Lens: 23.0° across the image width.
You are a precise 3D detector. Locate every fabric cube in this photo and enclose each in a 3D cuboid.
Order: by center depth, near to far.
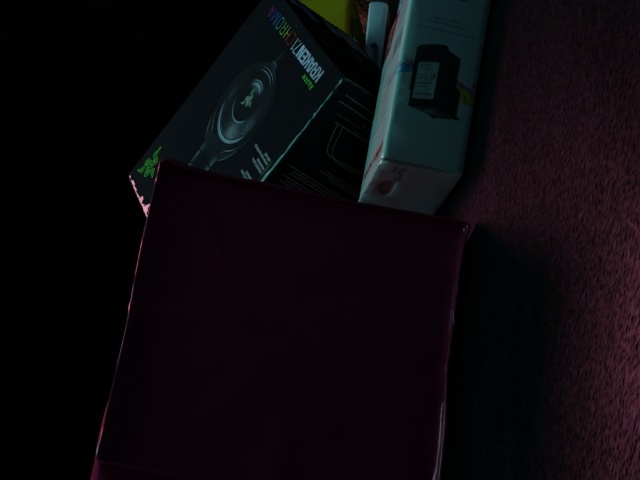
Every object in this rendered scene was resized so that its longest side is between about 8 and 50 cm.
[{"bbox_3d":[-0.042,0.121,1.266,0.258,0.254,0.259,110,171,-63],"label":"fabric cube"}]

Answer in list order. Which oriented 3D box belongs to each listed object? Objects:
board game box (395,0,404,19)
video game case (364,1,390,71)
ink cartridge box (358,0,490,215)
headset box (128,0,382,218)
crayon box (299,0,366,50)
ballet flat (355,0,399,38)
[{"bbox_3d":[0.106,-0.248,1.690,0.201,0.035,0.136,-78,3,-48],"label":"board game box"},{"bbox_3d":[0.060,-0.136,1.768,0.212,0.023,0.193,74,-158,-73],"label":"video game case"},{"bbox_3d":[0.091,-0.122,1.387,0.127,0.072,0.175,118,163,-72],"label":"ink cartridge box"},{"bbox_3d":[-0.053,-0.076,1.596,0.283,0.131,0.246,-51,33,14],"label":"headset box"},{"bbox_3d":[0.008,-0.151,1.878,0.203,0.083,0.323,69,-158,-56],"label":"crayon box"},{"bbox_3d":[0.020,-0.344,2.120,0.483,0.182,0.164,-159,83,-85],"label":"ballet flat"}]
